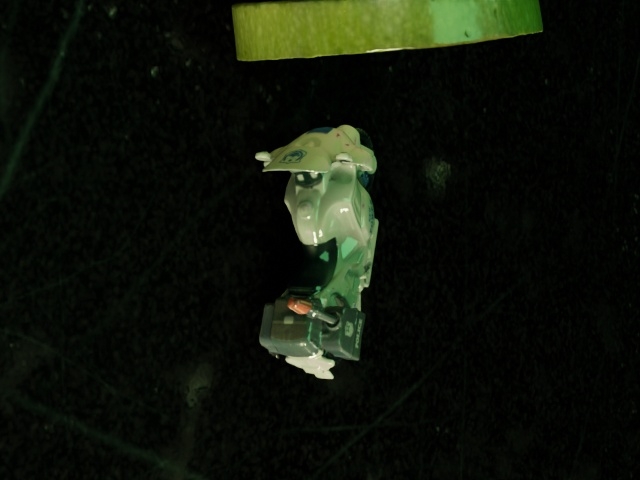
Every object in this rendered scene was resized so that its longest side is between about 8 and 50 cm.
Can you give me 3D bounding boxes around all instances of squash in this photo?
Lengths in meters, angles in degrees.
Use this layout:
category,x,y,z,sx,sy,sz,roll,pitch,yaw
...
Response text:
category,x,y,z,sx,sy,sz,roll,pitch,yaw
squash,0.058,-0.179,1.306,0.252,0.252,0.048,-14,101,-49

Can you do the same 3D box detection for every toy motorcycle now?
category,x,y,z,sx,sy,sz,roll,pitch,yaw
toy motorcycle,0.000,0.000,1.355,0.150,0.102,0.221,28,67,-59
